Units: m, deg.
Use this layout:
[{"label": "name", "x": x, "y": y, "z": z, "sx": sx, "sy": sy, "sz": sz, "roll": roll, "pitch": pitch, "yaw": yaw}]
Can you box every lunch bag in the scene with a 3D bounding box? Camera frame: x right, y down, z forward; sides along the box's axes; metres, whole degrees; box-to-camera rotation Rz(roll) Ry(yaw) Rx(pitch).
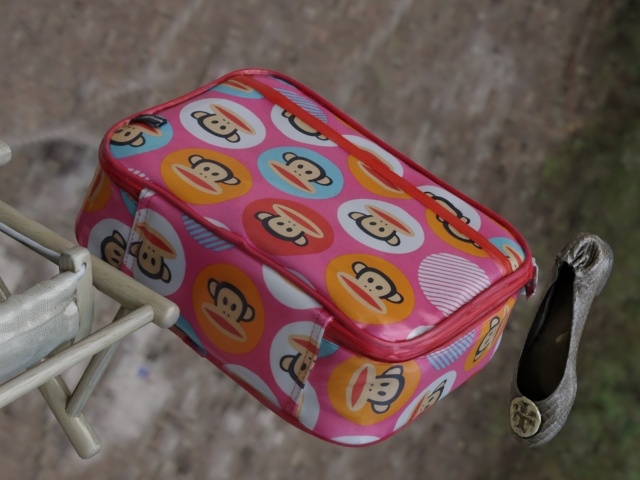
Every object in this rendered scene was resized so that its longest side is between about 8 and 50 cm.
[{"label": "lunch bag", "x": 0.000, "y": 0.000, "z": 1.428, "sx": 0.258, "sy": 0.293, "sz": 0.120, "roll": -29, "pitch": 147, "yaw": -50}]

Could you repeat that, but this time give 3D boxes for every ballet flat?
[{"label": "ballet flat", "x": 0.256, "y": 0.109, "z": 2.195, "sx": 0.058, "sy": 0.084, "sz": 0.250, "roll": 9, "pitch": 103, "yaw": -52}]

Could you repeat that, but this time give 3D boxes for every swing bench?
[{"label": "swing bench", "x": -0.281, "y": 0.055, "z": 1.293, "sx": 0.253, "sy": 0.254, "sz": 0.165, "roll": -30, "pitch": 159, "yaw": -48}]
